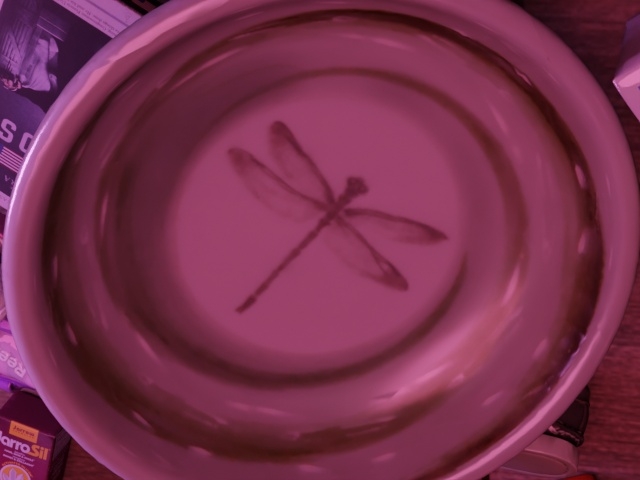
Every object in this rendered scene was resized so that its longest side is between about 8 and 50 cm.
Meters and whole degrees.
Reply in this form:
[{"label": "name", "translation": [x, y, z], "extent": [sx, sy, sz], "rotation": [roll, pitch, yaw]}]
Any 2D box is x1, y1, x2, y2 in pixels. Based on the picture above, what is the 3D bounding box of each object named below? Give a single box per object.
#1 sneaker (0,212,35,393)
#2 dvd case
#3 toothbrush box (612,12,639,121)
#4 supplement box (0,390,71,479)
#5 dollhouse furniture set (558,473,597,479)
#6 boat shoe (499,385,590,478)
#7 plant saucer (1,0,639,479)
[{"label": "sneaker", "translation": [-0.208, 0.084, 1.176], "extent": [0.236, 0.095, 0.104], "rotation": [40, 126, 0]}, {"label": "dvd case", "translation": [-0.164, -0.086, 1.075], "extent": [0.179, 0.029, 0.239], "rotation": [32, 134, -1]}, {"label": "toothbrush box", "translation": [0.343, -0.056, 0.929], "extent": [0.206, 0.122, 0.283], "rotation": [-32, 104, 26]}, {"label": "supplement box", "translation": [-0.237, 0.172, 1.247], "extent": [0.055, 0.043, 0.083], "rotation": [19, 118, 8]}, {"label": "dollhouse furniture set", "translation": [0.152, 0.258, 1.059], "extent": [0.262, 0.259, 0.135], "rotation": [-20, 118, 22]}, {"label": "boat shoe", "translation": [0.081, 0.113, 1.119], "extent": [0.227, 0.069, 0.081], "rotation": [12, 158, 14]}, {"label": "plant saucer", "translation": [0.000, 0.000, 0.989], "extent": [0.400, 0.100, 0.400], "rotation": [-4, 118, -7]}]
